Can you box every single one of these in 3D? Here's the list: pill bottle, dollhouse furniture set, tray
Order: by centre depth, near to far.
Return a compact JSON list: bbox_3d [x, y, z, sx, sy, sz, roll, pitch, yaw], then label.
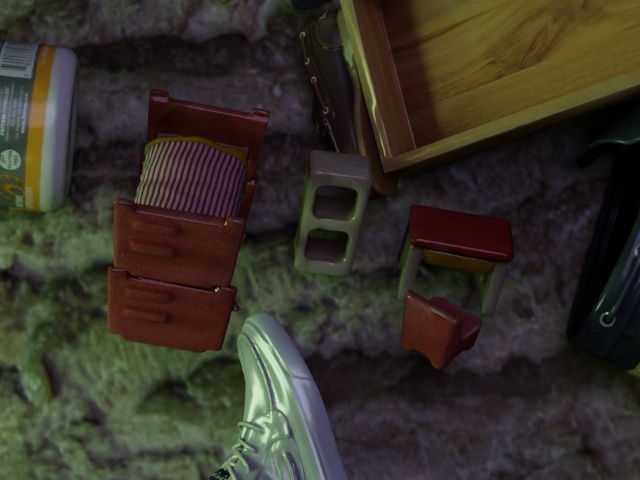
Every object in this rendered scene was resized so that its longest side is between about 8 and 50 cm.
[{"bbox_3d":[0.000,0.000,1.620,0.374,0.152,0.201,9,35,-3],"label":"dollhouse furniture set"},{"bbox_3d":[0.226,-0.219,1.652,0.411,0.076,0.203,-19,81,29],"label":"tray"},{"bbox_3d":[-0.373,-0.117,1.653,0.278,0.162,0.162,5,73,-5],"label":"pill bottle"}]

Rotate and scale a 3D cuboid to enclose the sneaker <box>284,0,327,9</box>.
[{"bbox_3d":[0.007,-0.342,1.819,0.118,0.083,0.222,36,72,18],"label":"sneaker"}]

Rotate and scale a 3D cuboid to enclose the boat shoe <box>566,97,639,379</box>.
[{"bbox_3d":[0.341,-0.104,1.722,0.156,0.187,0.500,12,79,-5],"label":"boat shoe"}]

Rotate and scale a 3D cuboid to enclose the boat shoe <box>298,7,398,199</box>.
[{"bbox_3d":[0.026,-0.133,1.759,0.073,0.073,0.207,-19,69,27],"label":"boat shoe"}]

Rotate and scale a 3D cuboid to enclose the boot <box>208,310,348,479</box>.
[{"bbox_3d":[-0.054,0.200,1.627,0.123,0.095,0.258,-18,77,-19],"label":"boot"}]

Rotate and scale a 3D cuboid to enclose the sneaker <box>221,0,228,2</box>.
[{"bbox_3d":[-0.099,-0.287,1.804,0.037,0.032,0.083,-13,76,-10],"label":"sneaker"}]
